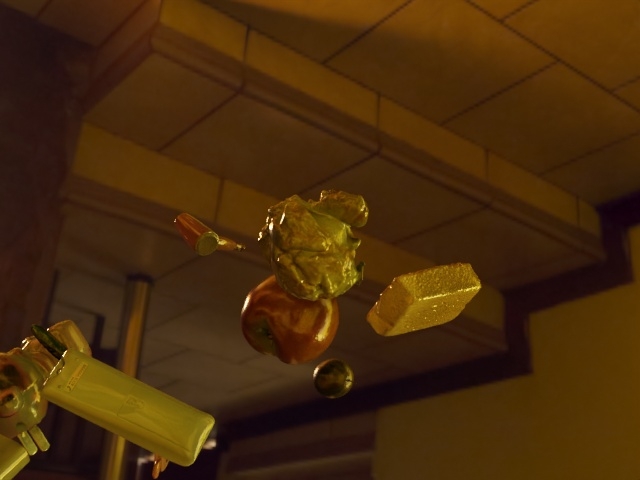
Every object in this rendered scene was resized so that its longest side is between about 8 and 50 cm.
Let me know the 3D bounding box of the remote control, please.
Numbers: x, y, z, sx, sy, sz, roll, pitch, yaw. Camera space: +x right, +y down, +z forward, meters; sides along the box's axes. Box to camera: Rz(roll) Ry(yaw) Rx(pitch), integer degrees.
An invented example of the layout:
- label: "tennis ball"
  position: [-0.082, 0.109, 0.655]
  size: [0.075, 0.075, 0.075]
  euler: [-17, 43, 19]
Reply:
- label: "remote control"
  position: [-0.331, 0.283, 1.538]
  size: [0.293, 0.103, 0.051]
  euler: [24, 145, 3]

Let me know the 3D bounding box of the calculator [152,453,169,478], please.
- label: "calculator"
  position: [-0.332, 0.441, 1.935]
  size: [0.024, 0.166, 0.103]
  euler: [17, 132, 6]

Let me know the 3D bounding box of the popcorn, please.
- label: "popcorn"
  position: [0.000, 0.000, 1.458]
  size: [0.198, 0.198, 0.212]
  euler: [29, 109, -42]

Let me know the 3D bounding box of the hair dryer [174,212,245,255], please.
- label: "hair dryer"
  position: [-0.213, 0.000, 1.798]
  size: [0.154, 0.054, 0.106]
  euler: [24, -169, -44]

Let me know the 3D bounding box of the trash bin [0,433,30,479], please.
- label: "trash bin"
  position: [-0.645, 0.435, 1.703]
  size: [0.116, 0.130, 0.059]
  euler: [17, 130, 26]

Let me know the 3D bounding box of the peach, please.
- label: "peach"
  position: [-0.073, 0.190, 2.272]
  size: [0.252, 0.253, 0.252]
  euler: [4, 156, 2]

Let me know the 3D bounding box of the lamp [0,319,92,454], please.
- label: "lamp"
  position: [-0.649, 0.339, 1.980]
  size: [0.247, 0.301, 0.248]
  euler: [-20, 102, 37]

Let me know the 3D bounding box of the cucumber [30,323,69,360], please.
- label: "cucumber"
  position: [-0.544, 0.243, 1.893]
  size: [0.184, 0.033, 0.036]
  euler: [42, 165, -10]

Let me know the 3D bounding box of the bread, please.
- label: "bread"
  position: [0.187, 0.104, 1.601]
  size: [0.188, 0.068, 0.125]
  euler: [-9, 146, -37]

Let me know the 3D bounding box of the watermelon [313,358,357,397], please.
- label: "watermelon"
  position: [0.044, 0.364, 2.346]
  size: [0.133, 0.105, 0.105]
  euler: [0, 158, 40]
